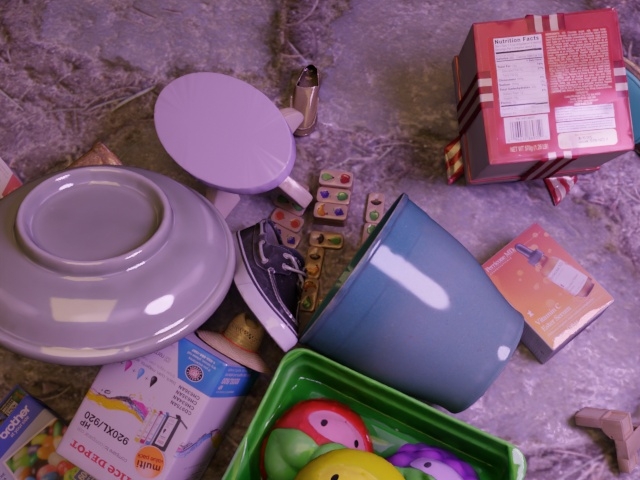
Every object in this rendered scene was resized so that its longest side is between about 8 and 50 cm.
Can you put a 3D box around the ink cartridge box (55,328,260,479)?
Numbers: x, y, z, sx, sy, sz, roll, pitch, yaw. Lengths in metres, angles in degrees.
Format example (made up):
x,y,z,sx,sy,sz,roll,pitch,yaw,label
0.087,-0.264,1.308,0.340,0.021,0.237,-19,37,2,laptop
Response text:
x,y,z,sx,sy,sz,roll,pitch,yaw,label
-0.232,0.246,1.151,0.171,0.168,0.233,28,87,16,ink cartridge box

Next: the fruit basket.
x,y,z,sx,sy,sz,roll,pitch,yaw,label
0.057,0.324,1.014,0.392,0.392,0.283,23,72,13,fruit basket

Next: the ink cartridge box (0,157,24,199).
x,y,z,sx,sy,sz,roll,pitch,yaw,label
-0.609,-0.041,1.380,0.198,0.067,0.115,-41,70,-11,ink cartridge box

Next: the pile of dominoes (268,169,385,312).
x,y,z,sx,sy,sz,roll,pitch,yaw,label
0.000,0.000,1.324,0.195,0.040,0.251,7,68,8,pile of dominoes

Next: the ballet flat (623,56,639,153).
x,y,z,sx,sy,sz,roll,pitch,yaw,label
0.586,-0.191,1.320,0.123,0.123,0.349,-31,68,-8,ballet flat

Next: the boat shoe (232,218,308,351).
x,y,z,sx,sy,sz,roll,pitch,yaw,label
-0.070,0.055,1.207,0.102,0.108,0.301,-33,29,2,boat shoe

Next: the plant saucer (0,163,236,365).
x,y,z,sx,sy,sz,roll,pitch,yaw,label
-0.321,-0.005,1.127,0.400,0.101,0.400,4,44,-4,plant saucer

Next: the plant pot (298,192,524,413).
x,y,z,sx,sy,sz,roll,pitch,yaw,label
0.146,0.113,1.158,0.255,0.271,0.272,36,75,0,plant pot

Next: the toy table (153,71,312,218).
x,y,z,sx,sy,sz,roll,pitch,yaw,label
-0.137,-0.155,1.316,0.252,0.161,0.274,-42,64,-1,toy table

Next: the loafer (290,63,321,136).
x,y,z,sx,sy,sz,roll,pitch,yaw,label
-0.030,-0.260,1.426,0.056,0.050,0.148,3,68,6,loafer

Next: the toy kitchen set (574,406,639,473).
x,y,z,sx,sy,sz,roll,pitch,yaw,label
0.440,0.292,1.176,0.068,0.075,0.083,-21,102,-42,toy kitchen set

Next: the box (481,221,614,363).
x,y,z,sx,sy,sz,roll,pitch,yaw,label
0.346,0.083,1.232,0.130,0.091,0.170,-38,70,-10,box

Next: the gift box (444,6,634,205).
x,y,z,sx,sy,sz,roll,pitch,yaw,label
0.337,-0.199,1.266,0.255,0.258,0.276,-1,88,3,gift box

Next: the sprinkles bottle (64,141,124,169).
x,y,z,sx,sy,sz,roll,pitch,yaw,label
-0.479,-0.017,1.331,0.355,0.121,0.121,-40,70,-11,sprinkles bottle

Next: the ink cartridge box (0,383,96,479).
x,y,z,sx,sy,sz,roll,pitch,yaw,label
-0.432,0.375,1.202,0.311,0.065,0.186,33,74,18,ink cartridge box

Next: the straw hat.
x,y,z,sx,sy,sz,roll,pitch,yaw,label
-0.115,0.144,1.182,0.144,0.144,0.061,28,87,15,straw hat
